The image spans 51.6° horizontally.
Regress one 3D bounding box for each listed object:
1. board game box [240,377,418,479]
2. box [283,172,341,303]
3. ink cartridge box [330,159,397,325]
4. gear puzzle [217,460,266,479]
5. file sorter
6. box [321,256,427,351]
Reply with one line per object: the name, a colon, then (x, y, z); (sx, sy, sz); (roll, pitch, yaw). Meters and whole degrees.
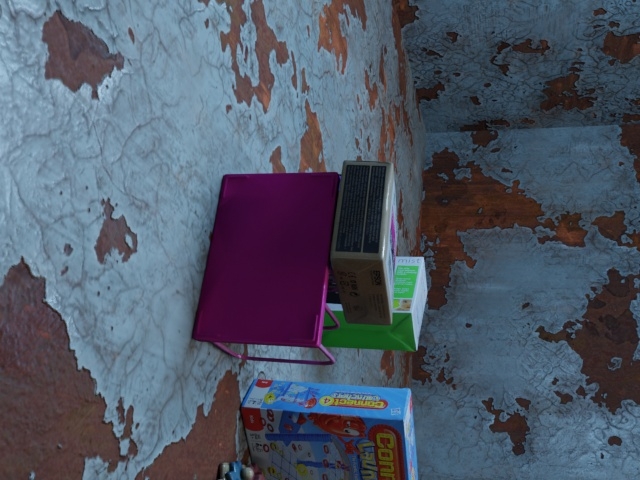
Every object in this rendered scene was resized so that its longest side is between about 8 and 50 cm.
board game box: (0.026, 0.419, 1.257); (0.086, 0.302, 0.308); (-59, 145, -59)
box: (0.000, 0.000, 1.439); (0.270, 0.144, 0.165); (71, 27, -49)
ink cartridge box: (0.081, 0.009, 1.125); (0.234, 0.088, 0.193); (75, 21, -57)
gear puzzle: (-0.111, 0.546, 1.113); (0.175, 0.044, 0.338); (51, 28, -63)
file sorter: (-0.064, 0.055, 1.129); (0.182, 0.202, 0.290); (59, 35, -62)
box: (0.120, 0.151, 1.640); (0.231, 0.262, 0.126); (-66, 151, -52)
